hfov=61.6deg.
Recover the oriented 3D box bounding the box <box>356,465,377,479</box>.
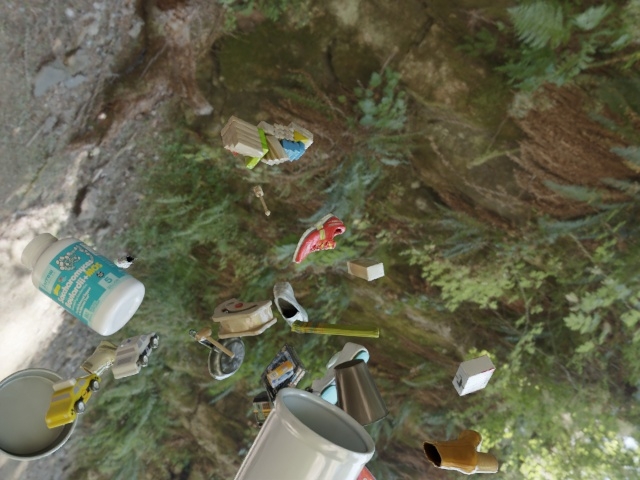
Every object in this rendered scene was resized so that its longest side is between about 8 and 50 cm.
[{"bbox_3d":[0.140,0.906,1.946,0.142,0.300,0.154,-40,180,-9],"label":"box"}]

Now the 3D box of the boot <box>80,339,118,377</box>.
[{"bbox_3d":[-0.953,0.555,2.421,0.077,0.213,0.165,90,25,-44],"label":"boot"}]

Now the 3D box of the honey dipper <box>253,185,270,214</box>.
[{"bbox_3d":[-0.220,-0.151,2.055,0.031,0.030,0.161,-56,-138,28],"label":"honey dipper"}]

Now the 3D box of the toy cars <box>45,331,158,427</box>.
[{"bbox_3d":[-0.638,0.378,1.571,0.176,0.087,0.393,3,-148,47],"label":"toy cars"}]

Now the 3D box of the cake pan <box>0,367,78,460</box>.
[{"bbox_3d":[-0.965,0.577,1.788,0.054,0.293,0.293,-27,-161,42],"label":"cake pan"}]

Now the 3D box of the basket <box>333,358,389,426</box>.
[{"bbox_3d":[0.141,0.594,2.110,0.204,0.227,0.154,-17,178,-4],"label":"basket"}]

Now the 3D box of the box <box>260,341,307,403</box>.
[{"bbox_3d":[-0.147,0.520,2.097,0.175,0.051,0.220,-54,-159,0],"label":"box"}]

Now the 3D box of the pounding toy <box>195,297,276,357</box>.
[{"bbox_3d":[-0.274,0.290,1.815,0.269,0.155,0.154,-9,-164,20],"label":"pounding toy"}]

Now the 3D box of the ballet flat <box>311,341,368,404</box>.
[{"bbox_3d":[0.050,0.614,2.365,0.400,0.139,0.139,-49,178,-10],"label":"ballet flat"}]

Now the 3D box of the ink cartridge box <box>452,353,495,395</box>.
[{"bbox_3d":[0.493,0.436,1.732,0.099,0.056,0.135,-15,141,-13],"label":"ink cartridge box"}]

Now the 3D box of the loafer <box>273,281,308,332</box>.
[{"bbox_3d":[-0.141,0.332,2.505,0.111,0.320,0.112,-14,-143,17],"label":"loafer"}]

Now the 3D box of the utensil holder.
[{"bbox_3d":[-0.075,0.686,1.577,0.386,0.327,0.327,-60,179,2],"label":"utensil holder"}]

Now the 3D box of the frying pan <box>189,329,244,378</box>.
[{"bbox_3d":[-0.388,0.417,2.138,0.197,0.053,0.326,-47,136,-38],"label":"frying pan"}]

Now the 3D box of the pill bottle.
[{"bbox_3d":[-0.553,0.091,1.239,0.146,0.264,0.146,-57,175,-7],"label":"pill bottle"}]

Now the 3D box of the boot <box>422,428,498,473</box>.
[{"bbox_3d":[0.446,0.699,1.815,0.295,0.211,0.104,169,-69,-85],"label":"boot"}]

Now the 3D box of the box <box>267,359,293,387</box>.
[{"bbox_3d":[-0.125,0.423,1.690,0.081,0.028,0.136,-32,158,-15],"label":"box"}]

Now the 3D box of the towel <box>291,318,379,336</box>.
[{"bbox_3d":[0.042,0.238,1.477,0.102,0.237,0.021,-40,134,-84],"label":"towel"}]

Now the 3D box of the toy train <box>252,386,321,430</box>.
[{"bbox_3d":[-0.123,0.689,2.147,0.333,0.191,0.142,-16,-179,31],"label":"toy train"}]

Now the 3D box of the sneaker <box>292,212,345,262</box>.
[{"bbox_3d":[0.000,0.000,2.098,0.279,0.118,0.107,-44,165,-31],"label":"sneaker"}]

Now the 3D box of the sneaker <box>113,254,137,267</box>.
[{"bbox_3d":[-0.675,0.072,1.895,0.069,0.038,0.098,-17,179,7],"label":"sneaker"}]

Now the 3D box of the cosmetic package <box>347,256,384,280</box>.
[{"bbox_3d":[0.135,0.084,1.620,0.060,0.041,0.115,-16,-165,-27],"label":"cosmetic package"}]

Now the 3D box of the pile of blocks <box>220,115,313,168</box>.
[{"bbox_3d":[-0.152,-0.263,1.566,0.112,0.149,0.362,-41,163,33],"label":"pile of blocks"}]
